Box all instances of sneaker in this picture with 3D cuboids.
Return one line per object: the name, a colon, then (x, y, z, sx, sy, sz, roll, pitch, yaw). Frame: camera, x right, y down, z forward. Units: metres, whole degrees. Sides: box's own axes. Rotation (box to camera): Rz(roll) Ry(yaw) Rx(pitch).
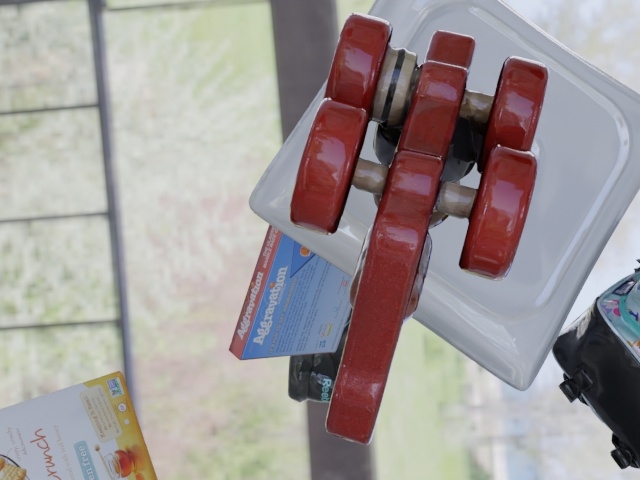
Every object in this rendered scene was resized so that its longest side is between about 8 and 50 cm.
sneaker: (0.031, 0.106, 2.202, 0.101, 0.106, 0.267, 89, 12, -49)

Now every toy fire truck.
toy fire truck: (0.066, -0.019, 1.361, 0.302, 0.169, 0.254, -73, 178, -51)

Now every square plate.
square plate: (0.157, -0.081, 1.735, 0.344, 0.347, 0.049, -58, -170, -13)

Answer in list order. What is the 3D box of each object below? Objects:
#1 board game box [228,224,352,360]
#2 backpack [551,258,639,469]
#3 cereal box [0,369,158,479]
board game box: (0.000, 0.000, 1.863, 0.145, 0.027, 0.281, -1, 119, -43)
backpack: (0.410, 0.121, 1.904, 0.225, 0.191, 0.253, 51, 36, 13)
cereal box: (-0.275, 0.240, 1.613, 0.173, 0.240, 0.047, 70, -22, 4)
